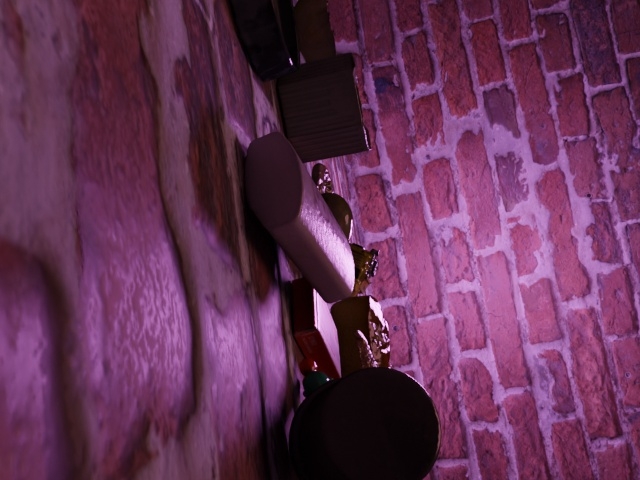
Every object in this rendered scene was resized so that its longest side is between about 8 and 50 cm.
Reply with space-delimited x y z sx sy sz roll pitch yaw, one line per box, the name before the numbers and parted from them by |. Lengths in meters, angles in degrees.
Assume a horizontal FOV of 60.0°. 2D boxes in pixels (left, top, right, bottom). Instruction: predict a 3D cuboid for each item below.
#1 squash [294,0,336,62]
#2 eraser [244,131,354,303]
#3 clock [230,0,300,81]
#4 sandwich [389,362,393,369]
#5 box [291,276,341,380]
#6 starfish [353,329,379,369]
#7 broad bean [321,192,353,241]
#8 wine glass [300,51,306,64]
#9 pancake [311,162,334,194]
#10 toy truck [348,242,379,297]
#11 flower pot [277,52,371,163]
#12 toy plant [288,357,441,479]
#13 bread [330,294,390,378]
squash | -0.021 -0.582 1.623 0.155 0.204 0.236 2 76 -59
eraser | -0.027 -0.027 0.904 0.270 0.095 0.174 58 16 -55
clock | -0.115 -0.502 1.054 0.386 0.077 0.386 -10 90 -83
sandwich | 0.178 0.458 1.695 0.250 0.162 0.301 75 10 -63
box | -0.007 0.174 1.073 0.229 0.050 0.123 71 10 -50
starfish | 0.118 0.369 1.252 0.302 0.060 0.299 40 49 -40
broad bean | 0.000 0.000 1.208 0.263 0.121 0.189 95 -12 -51
wine glass | -0.062 -0.441 1.448 0.262 0.074 0.074 42 38 -76
pancake | -0.003 -0.086 1.487 0.242 0.050 0.241 -5 90 -77
toy truck | 0.089 0.098 1.639 0.272 0.124 0.157 66 48 -75
flower pot | 0.011 -0.318 1.346 0.209 0.190 0.239 -53 131 -80
toy plant | 0.054 0.306 0.822 0.185 0.280 0.400 -56 173 -25
bread | 0.111 0.271 1.464 0.270 0.148 0.269 -7 90 -81
